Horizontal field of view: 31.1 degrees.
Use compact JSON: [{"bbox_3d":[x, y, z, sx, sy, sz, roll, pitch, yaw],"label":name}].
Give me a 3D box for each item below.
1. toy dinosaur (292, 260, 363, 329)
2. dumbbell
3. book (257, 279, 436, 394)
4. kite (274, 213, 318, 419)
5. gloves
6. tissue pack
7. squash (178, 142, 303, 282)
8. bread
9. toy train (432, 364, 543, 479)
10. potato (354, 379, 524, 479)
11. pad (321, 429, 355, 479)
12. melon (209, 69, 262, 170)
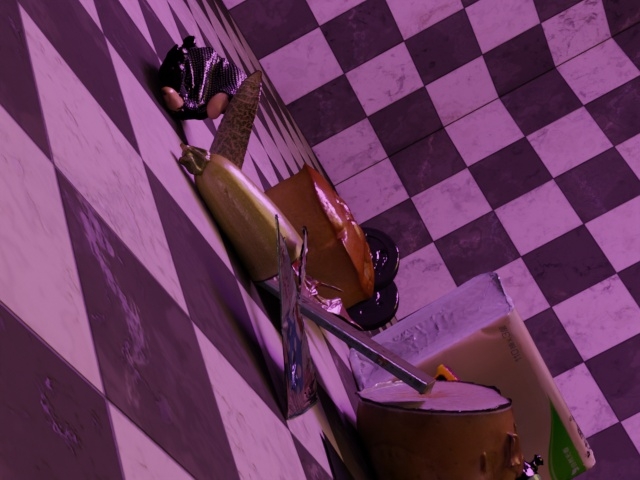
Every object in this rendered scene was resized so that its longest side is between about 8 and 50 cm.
[{"bbox_3d":[-0.015,0.082,1.848,0.220,0.032,0.108,43,28,-13],"label":"toy dinosaur"},{"bbox_3d":[0.084,0.077,2.258,0.325,0.143,0.143,85,-17,-56],"label":"dumbbell"},{"bbox_3d":[0.042,0.137,1.671,0.282,0.025,0.215,33,0,12],"label":"book"},{"bbox_3d":[-0.030,0.104,1.446,0.314,0.011,0.335,-85,169,-47],"label":"kite"},{"bbox_3d":[-0.194,-0.225,1.688,0.129,0.106,0.180,63,32,-2],"label":"gloves"},{"bbox_3d":[0.292,0.321,2.193,0.405,0.331,0.205,59,3,-21],"label":"tissue pack"},{"bbox_3d":[-0.117,-0.047,1.546,0.224,0.094,0.094,52,8,-20],"label":"squash"},{"bbox_3d":[0.000,0.000,2.006,0.270,0.148,0.270,64,3,-5],"label":"bread"},{"bbox_3d":[0.250,0.353,1.940,0.296,0.160,0.100,47,-3,31],"label":"toy train"},{"bbox_3d":[0.177,0.326,1.781,0.299,0.246,0.196,-151,-117,-83],"label":"potato"},{"bbox_3d":[0.052,0.343,1.505,0.193,0.004,0.116,59,6,-34],"label":"pad"},{"bbox_3d":[-0.119,-0.163,1.655,0.054,0.182,0.098,18,2,-3],"label":"melon"}]
